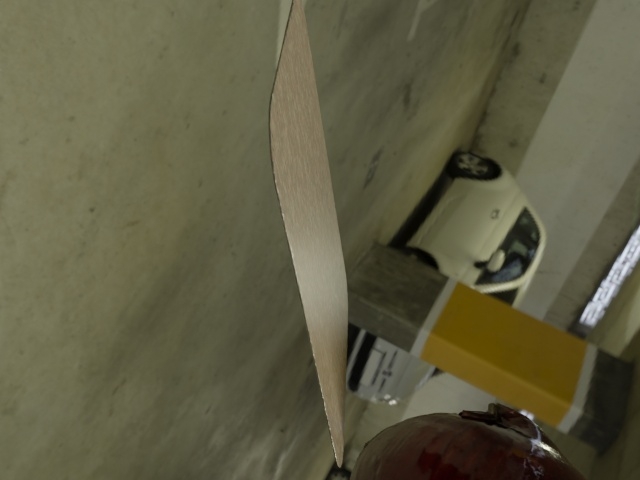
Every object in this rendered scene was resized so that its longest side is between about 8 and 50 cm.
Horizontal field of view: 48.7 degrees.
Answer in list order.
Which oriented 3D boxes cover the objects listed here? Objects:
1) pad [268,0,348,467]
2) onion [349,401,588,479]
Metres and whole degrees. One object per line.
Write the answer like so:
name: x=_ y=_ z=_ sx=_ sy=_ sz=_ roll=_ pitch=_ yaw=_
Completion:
pad: x=0.000 y=0.000 z=0.434 sx=0.176 sy=0.002 sz=0.266 roll=-85 pitch=169 yaw=-50
onion: x=0.139 y=0.237 z=0.586 sx=0.161 sy=0.248 sz=0.248 roll=-33 pitch=156 yaw=-18
